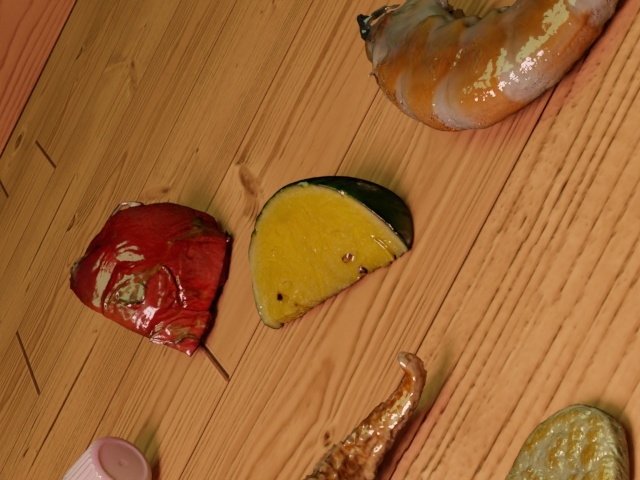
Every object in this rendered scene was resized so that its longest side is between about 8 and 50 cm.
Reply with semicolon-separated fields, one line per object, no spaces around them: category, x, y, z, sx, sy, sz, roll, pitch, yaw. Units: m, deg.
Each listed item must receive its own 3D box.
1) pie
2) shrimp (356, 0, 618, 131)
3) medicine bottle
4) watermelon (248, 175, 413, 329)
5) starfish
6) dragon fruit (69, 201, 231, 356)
pie;0.128;0.126;0.607;0.085;0.017;0.085;-42;35;39
shrimp;0.134;-0.169;0.802;0.287;0.068;0.185;-43;35;34
medicine bottle;-0.235;0.270;1.092;0.203;0.083;0.083;-49;30;26
watermelon;-0.008;-0.006;0.915;0.181;0.075;0.092;-31;45;47
starfish;-0.065;0.234;0.698;0.301;0.084;0.293;-43;9;34
dragon fruit;-0.164;0.030;1.132;0.120;0.127;0.161;-68;24;10
